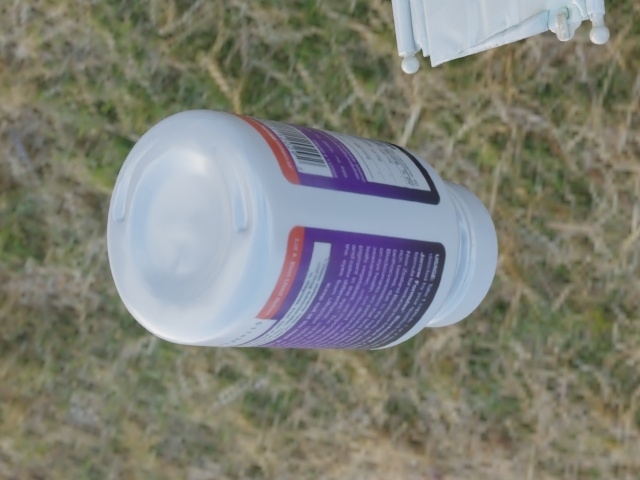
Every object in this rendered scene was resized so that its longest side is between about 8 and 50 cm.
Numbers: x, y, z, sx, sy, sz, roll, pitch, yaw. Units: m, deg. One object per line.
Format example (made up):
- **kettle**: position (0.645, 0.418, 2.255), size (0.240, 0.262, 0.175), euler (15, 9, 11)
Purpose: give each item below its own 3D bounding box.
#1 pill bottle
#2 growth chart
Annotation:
- **pill bottle**: position (0.000, 0.000, 0.780), size (0.108, 0.108, 0.193), euler (-28, 158, 36)
- **growth chart**: position (0.144, -0.233, 1.356), size (0.237, 0.172, 0.021), euler (-7, 169, 44)
